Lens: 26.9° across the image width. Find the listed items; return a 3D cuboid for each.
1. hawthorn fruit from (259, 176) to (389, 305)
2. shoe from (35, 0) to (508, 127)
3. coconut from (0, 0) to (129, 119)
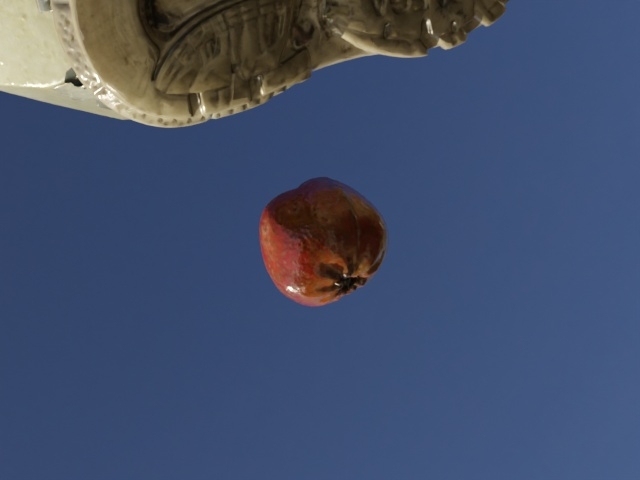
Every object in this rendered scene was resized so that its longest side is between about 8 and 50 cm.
[{"bbox_3d":[0.000,0.000,1.272,0.128,0.128,0.128,-17,-65,-40],"label":"hawthorn fruit"},{"bbox_3d":[-0.010,-0.101,0.438,0.180,0.092,0.089,-27,-63,-17],"label":"shoe"},{"bbox_3d":[-0.195,-0.247,1.161,0.323,0.323,0.323,-17,-65,-40],"label":"coconut"}]
